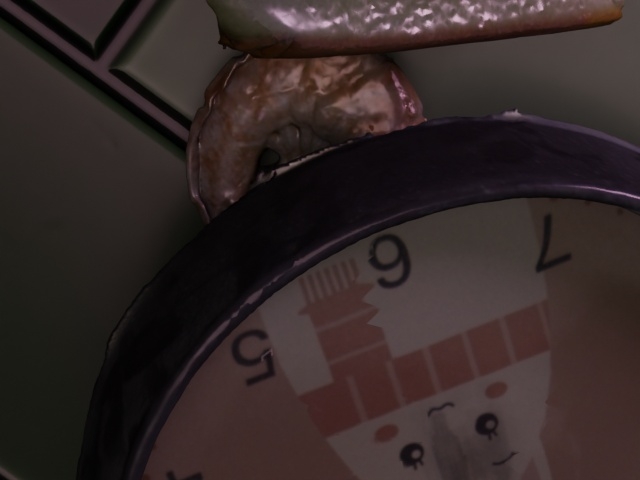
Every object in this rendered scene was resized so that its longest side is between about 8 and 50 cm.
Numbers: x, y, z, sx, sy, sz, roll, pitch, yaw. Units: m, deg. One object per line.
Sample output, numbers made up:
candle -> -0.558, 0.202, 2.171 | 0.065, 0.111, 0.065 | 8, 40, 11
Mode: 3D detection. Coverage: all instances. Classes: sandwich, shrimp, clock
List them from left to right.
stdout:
shrimp -> 0.000, 0.000, 0.960 | 0.126, 0.047, 0.223 | -7, 106, 7
sandwich -> 0.043, -0.142, 0.833 | 0.186, 0.220, 0.108 | -3, 103, 4
clock -> 0.074, 0.129, 0.919 | 0.386, 0.076, 0.386 | -5, 113, -12
